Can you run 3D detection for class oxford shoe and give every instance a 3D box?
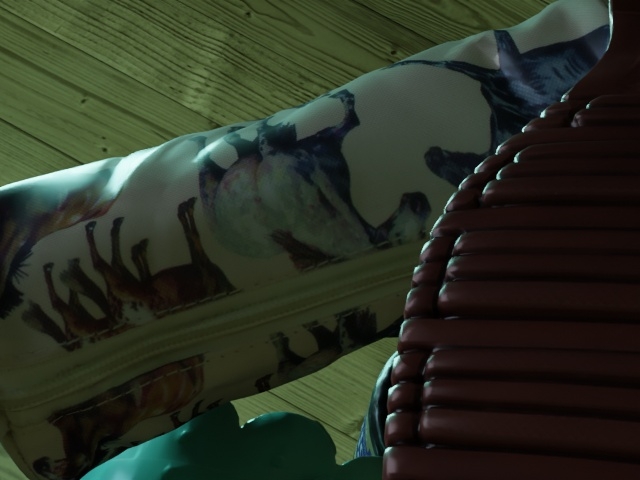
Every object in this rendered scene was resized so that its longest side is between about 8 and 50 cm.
[{"bbox_3d":[0.111,0.014,0.423,0.348,0.123,0.130,-58,-33,-44],"label":"oxford shoe"}]

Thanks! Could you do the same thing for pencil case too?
[{"bbox_3d":[0.000,0.000,0.846,0.410,0.159,0.183,-19,12,-3],"label":"pencil case"}]

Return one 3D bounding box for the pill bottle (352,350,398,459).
[{"bbox_3d":[0.083,0.140,1.024,0.122,0.123,0.219,-59,-8,-20],"label":"pill bottle"}]

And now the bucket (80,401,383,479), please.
[{"bbox_3d":[-0.054,0.239,0.938,0.281,0.281,0.183,111,-174,-54],"label":"bucket"}]
